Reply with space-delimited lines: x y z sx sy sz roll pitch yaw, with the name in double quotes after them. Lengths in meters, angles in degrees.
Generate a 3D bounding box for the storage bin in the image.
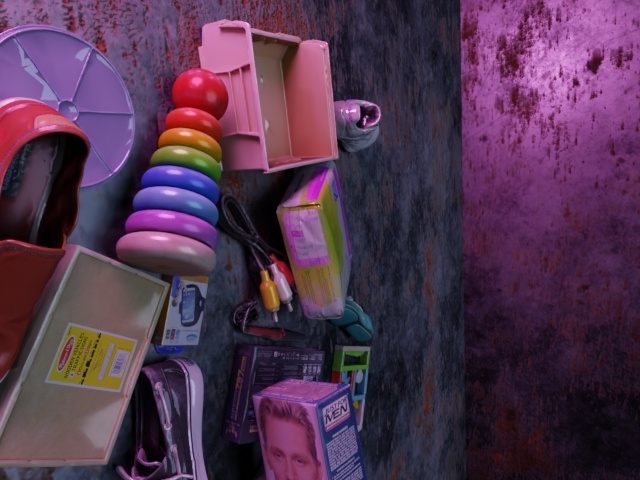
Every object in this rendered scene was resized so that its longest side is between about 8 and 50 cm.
-0.088 -0.275 0.879 0.262 0.123 0.260 -26 115 -56 "storage bin"

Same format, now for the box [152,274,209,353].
-0.233 0.121 0.751 0.081 0.028 0.136 20 73 -58 "box"

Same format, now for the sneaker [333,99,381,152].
0.108 -0.299 1.183 0.305 0.152 0.114 -12 100 -60 "sneaker"

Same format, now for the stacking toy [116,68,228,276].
-0.211 -0.117 0.698 0.141 0.141 0.330 33 57 -56 "stacking toy"

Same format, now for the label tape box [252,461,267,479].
-0.070 0.600 0.981 0.333 0.106 0.240 -55 136 -42 "label tape box"

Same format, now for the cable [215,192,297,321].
-0.113 0.018 0.904 0.139 0.072 0.287 -57 138 -49 "cable"

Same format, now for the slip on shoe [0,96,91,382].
-0.332 0.013 0.474 0.123 0.101 0.331 19 88 -64 "slip on shoe"

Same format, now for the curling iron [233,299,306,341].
-0.096 0.191 0.979 0.274 0.035 0.068 39 59 -53 "curling iron"

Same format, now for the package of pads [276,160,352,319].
0.000 0.000 0.997 0.229 0.101 0.296 -74 155 -56 "package of pads"

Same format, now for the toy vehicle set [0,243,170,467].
-0.316 0.157 0.603 0.166 0.035 0.266 41 57 -53 "toy vehicle set"

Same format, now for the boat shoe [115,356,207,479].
-0.236 0.338 0.675 0.105 0.113 0.306 6 85 -58 "boat shoe"

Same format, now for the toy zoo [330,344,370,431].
0.080 0.453 1.299 0.192 0.030 0.293 24 71 -58 "toy zoo"

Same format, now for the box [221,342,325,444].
-0.090 0.317 0.948 0.233 0.059 0.183 19 74 -49 "box"

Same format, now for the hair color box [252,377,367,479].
-0.009 0.446 0.831 0.105 0.174 0.347 -9 88 -49 "hair color box"

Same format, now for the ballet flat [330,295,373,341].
0.078 0.204 1.252 0.247 0.083 0.087 49 27 -49 "ballet flat"

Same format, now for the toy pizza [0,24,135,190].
-0.328 -0.162 0.568 0.201 0.032 0.201 -6 98 -58 "toy pizza"
